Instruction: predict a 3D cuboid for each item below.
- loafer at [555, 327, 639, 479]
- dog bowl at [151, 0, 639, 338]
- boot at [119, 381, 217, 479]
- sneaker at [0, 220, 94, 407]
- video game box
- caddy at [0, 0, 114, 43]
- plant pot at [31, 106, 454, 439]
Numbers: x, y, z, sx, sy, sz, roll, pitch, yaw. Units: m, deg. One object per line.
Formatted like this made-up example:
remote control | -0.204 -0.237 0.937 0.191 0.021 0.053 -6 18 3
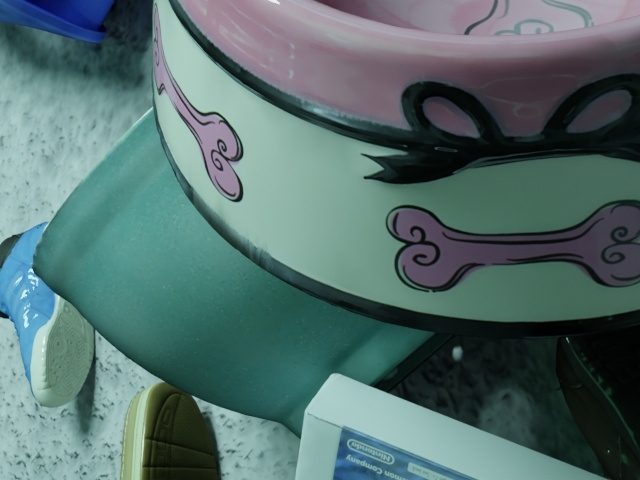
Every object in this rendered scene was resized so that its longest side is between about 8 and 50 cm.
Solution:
loafer | 0.204 0.130 1.055 0.078 0.080 0.220 102 145 -58
dog bowl | 0.102 -0.154 0.926 0.408 0.150 0.408 -5 48 6
boot | -0.153 0.215 1.339 0.165 0.077 0.213 -13 75 41
sneaker | -0.224 0.061 1.445 0.084 0.058 0.152 -14 67 33
video game box | 0.078 0.191 1.054 0.205 0.048 0.187 20 129 17
caddy | -0.283 -0.270 1.454 0.341 0.241 0.179 38 101 40
plant pot | 0.000 0.000 1.143 0.196 0.293 0.293 49 115 7
